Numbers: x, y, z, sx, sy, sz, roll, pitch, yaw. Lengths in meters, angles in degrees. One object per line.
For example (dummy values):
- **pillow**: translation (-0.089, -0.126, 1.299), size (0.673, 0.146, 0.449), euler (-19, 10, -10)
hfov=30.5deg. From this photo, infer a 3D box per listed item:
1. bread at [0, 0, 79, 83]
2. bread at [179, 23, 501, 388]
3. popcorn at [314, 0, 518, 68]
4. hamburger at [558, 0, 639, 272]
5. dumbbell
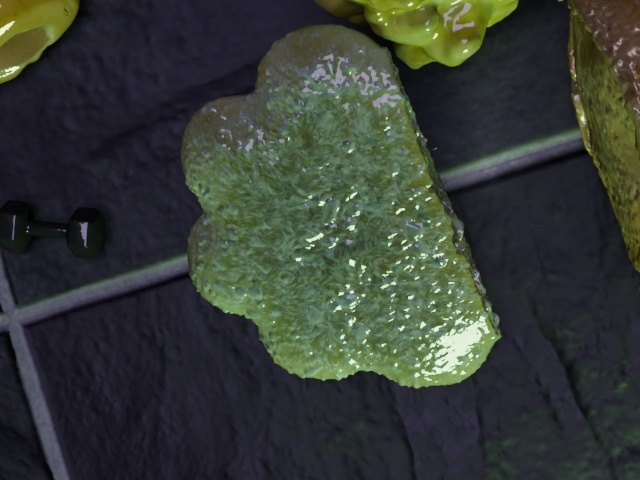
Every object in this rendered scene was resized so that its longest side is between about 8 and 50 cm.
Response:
- **bread**: translation (-0.272, -0.211, 0.895), size (0.134, 0.085, 0.173), euler (-32, 86, 10)
- **bread**: translation (0.000, 0.000, 0.828), size (0.207, 0.056, 0.286), euler (-20, 111, 20)
- **popcorn**: translation (0.076, -0.239, 0.788), size (0.181, 0.217, 0.235), euler (-22, 95, 36)
- **hamburger**: translation (0.237, -0.073, 0.727), size (0.146, 0.243, 0.286), euler (-21, 55, 14)
- **dumbbell**: translation (-0.210, -0.009, 0.917), size (0.083, 0.036, 0.040), euler (6, 93, 9)
